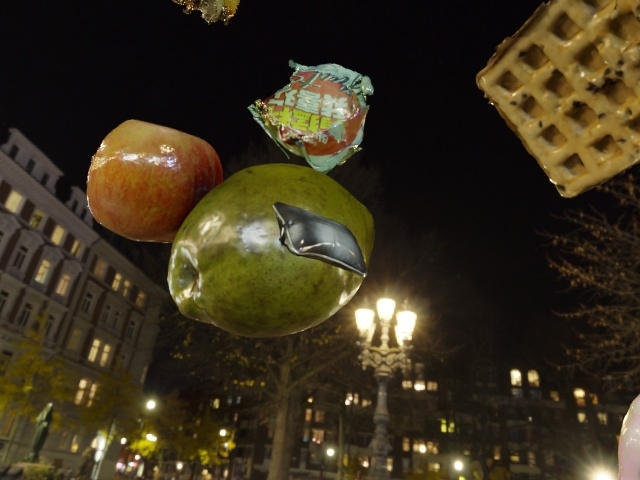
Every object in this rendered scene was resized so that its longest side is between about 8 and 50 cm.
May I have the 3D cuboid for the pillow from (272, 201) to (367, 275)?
[{"bbox_3d":[0.001,-0.002,0.606,0.136,0.055,0.091,17,8,-36],"label":"pillow"}]

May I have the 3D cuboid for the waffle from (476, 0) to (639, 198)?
[{"bbox_3d":[0.395,-0.229,0.600,0.114,0.261,0.376,-30,-5,-23],"label":"waffle"}]

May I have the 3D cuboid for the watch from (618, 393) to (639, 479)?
[{"bbox_3d":[0.493,0.242,0.538,0.211,0.248,0.217,49,-18,-25],"label":"watch"}]

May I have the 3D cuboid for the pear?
[{"bbox_3d":[-0.086,0.013,0.931,0.413,0.352,0.352,-24,-9,-34],"label":"pear"}]

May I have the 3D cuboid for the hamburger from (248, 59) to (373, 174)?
[{"bbox_3d":[-0.004,-0.286,1.118,0.261,0.276,0.150,28,-26,17],"label":"hamburger"}]

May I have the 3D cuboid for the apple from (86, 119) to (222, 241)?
[{"bbox_3d":[-0.302,-0.097,0.974,0.163,0.251,0.293,21,4,24],"label":"apple"}]

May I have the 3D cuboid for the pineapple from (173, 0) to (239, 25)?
[{"bbox_3d":[-0.241,-0.472,0.898,0.140,0.164,0.250,-3,-2,6],"label":"pineapple"}]
